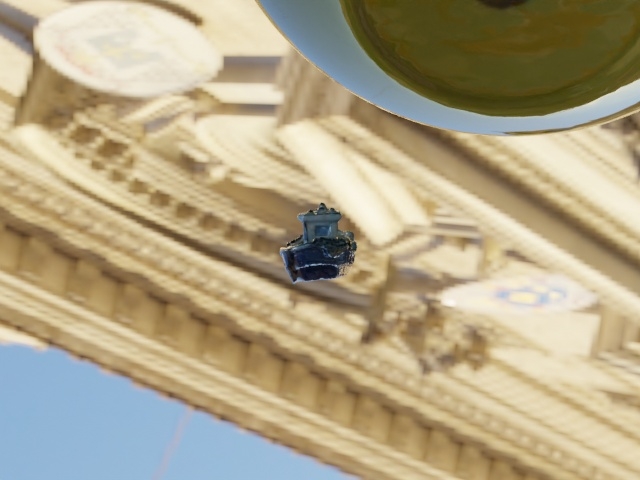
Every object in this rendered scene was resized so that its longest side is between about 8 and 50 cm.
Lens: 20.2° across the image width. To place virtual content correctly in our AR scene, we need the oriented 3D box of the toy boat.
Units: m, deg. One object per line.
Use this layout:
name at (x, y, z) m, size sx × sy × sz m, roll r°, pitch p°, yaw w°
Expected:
toy boat at (0.000, 0.000, 0.868) m, size 0.083 × 0.038 × 0.038 m, roll -45°, pitch -45°, yaw -82°

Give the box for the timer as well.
timer at (0.106, -0.256, 0.977) m, size 0.376 × 0.376 × 0.387 m, roll 47°, pitch -148°, yaw -35°
